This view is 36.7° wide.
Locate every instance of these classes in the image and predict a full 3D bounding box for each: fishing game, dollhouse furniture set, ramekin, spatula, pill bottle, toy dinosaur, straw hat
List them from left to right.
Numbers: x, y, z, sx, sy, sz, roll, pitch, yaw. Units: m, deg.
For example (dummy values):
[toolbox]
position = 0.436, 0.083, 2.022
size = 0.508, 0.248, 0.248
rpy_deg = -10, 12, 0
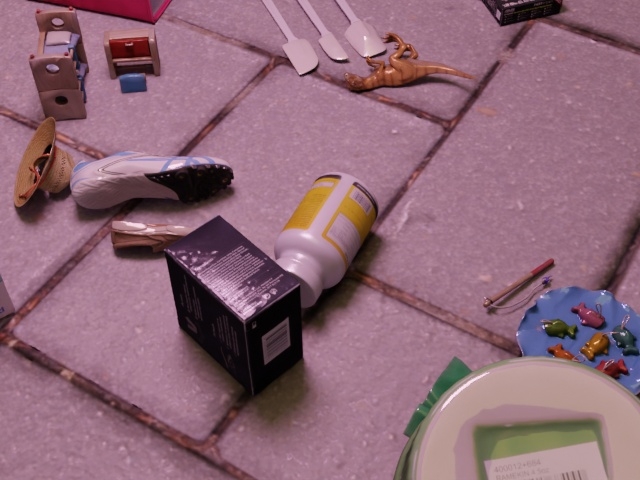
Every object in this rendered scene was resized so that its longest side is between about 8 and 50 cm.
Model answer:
[straw hat]
position = -0.398, -0.105, 1.430
size = 0.061, 0.144, 0.144
rpy_deg = 23, 41, -31
[dollhouse furniture set]
position = -0.357, -0.289, 1.546
size = 0.184, 0.129, 0.129
rpy_deg = -6, 50, -4
[spatula]
position = -0.003, -0.385, 1.701
size = 0.168, 0.019, 0.242
rpy_deg = -21, 51, -9
[pill bottle]
position = 0.000, 0.000, 1.311
size = 0.103, 0.103, 0.184
rpy_deg = 20, 52, 17
[toy dinosaur]
position = 0.145, -0.285, 1.593
size = 0.211, 0.064, 0.112
rpy_deg = -8, 67, 6
[ramekin]
position = 0.225, 0.267, 0.998
size = 0.303, 0.148, 0.303
rpy_deg = -2, 66, 3
[fishing game]
position = 0.344, 0.126, 1.241
size = 0.189, 0.041, 0.264
rpy_deg = -29, 55, -25

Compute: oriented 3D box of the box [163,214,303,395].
[box]
position = -0.106, 0.081, 1.208
size = 0.093, 0.156, 0.158
rpy_deg = -36, 57, -27

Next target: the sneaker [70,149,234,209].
[sneaker]
position = -0.247, -0.100, 1.413
size = 0.237, 0.085, 0.086
rpy_deg = -5, 53, -6

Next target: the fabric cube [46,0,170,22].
[fabric cube]
position = -0.380, -0.581, 1.713
size = 0.258, 0.259, 0.254
rpy_deg = 14, 52, 12

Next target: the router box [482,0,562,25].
[router box]
position = 0.357, -0.436, 1.722
size = 0.122, 0.038, 0.092
rpy_deg = -15, 50, -12

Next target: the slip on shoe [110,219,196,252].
[slip on shoe]
position = -0.228, -0.003, 1.360
size = 0.135, 0.051, 0.041
rpy_deg = 5, 89, -5

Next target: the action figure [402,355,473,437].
[action figure]
position = 0.228, 0.240, 1.129
size = 0.232, 0.063, 0.137
rpy_deg = 26, 53, 20

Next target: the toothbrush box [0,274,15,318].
[toothbrush box]
position = -0.531, 0.015, 1.180
size = 0.216, 0.295, 0.126
rpy_deg = -31, 54, -22
